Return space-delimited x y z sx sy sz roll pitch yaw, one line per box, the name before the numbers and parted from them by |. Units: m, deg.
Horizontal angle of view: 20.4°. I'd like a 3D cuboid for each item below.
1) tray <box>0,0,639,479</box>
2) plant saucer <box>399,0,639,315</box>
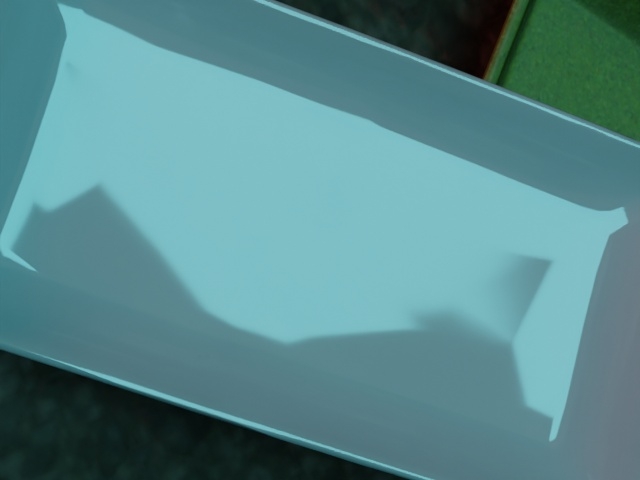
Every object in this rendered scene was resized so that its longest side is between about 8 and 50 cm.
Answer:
tray | 0.000 0.000 0.616 0.270 0.030 0.145 20 74 -13
plant saucer | 0.124 -0.015 0.721 0.188 0.045 0.188 30 73 -24
